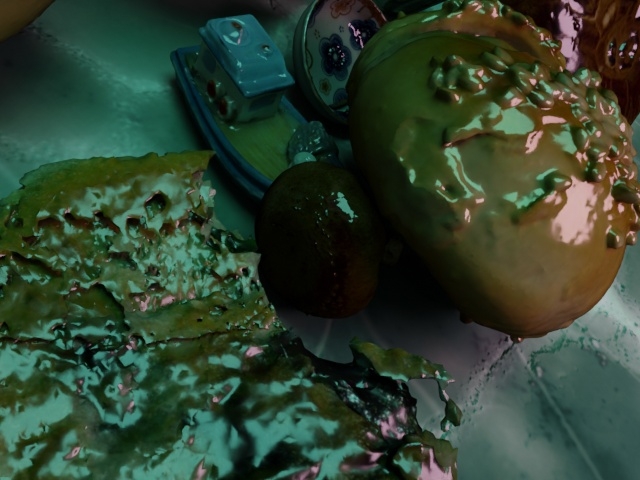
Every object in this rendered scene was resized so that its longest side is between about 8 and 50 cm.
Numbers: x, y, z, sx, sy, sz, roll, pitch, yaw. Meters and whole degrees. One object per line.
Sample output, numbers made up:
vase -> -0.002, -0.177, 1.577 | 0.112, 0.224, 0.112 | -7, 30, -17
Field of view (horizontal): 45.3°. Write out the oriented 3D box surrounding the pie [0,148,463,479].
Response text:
pie -> -0.097, 0.092, 0.475 | 0.371, 0.078, 0.296 | 43, 57, 17

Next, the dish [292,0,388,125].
dish -> 0.008, -0.184, 0.801 | 0.141, 0.078, 0.141 | 2, 87, -44

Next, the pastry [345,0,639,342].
pastry -> 0.150, -0.071, 0.635 | 0.284, 0.184, 0.316 | 53, 15, -13

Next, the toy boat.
toy boat -> -0.043, -0.103, 0.679 | 0.109, 0.098, 0.238 | -20, 65, -35

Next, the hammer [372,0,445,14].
hammer -> 0.223, -0.318, 0.974 | 0.335, 0.206, 0.119 | 18, 75, -37

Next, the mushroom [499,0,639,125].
mushroom -> 0.257, -0.214, 0.823 | 0.278, 0.297, 0.163 | -35, 34, -9

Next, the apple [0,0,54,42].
apple -> -0.338, -0.278, 0.537 | 0.311, 0.320, 0.360 | 15, 26, 38

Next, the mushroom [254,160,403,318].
mushroom -> 0.000, 0.000, 0.597 | 0.087, 0.127, 0.127 | -24, 67, -45
